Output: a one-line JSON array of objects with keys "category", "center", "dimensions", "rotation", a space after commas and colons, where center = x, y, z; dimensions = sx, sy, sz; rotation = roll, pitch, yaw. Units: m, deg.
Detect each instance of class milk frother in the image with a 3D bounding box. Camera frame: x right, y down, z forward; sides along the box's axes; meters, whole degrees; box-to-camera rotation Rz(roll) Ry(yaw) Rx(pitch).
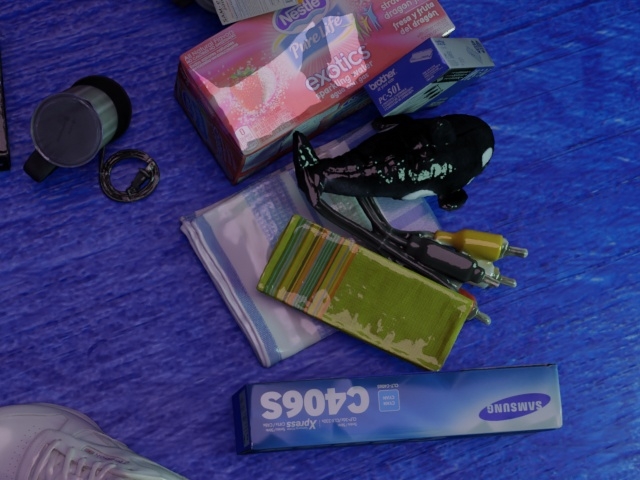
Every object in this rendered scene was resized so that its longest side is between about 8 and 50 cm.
[{"category": "milk frother", "center": [-0.253, -0.106, 1.579], "dimensions": [0.143, 0.135, 0.129], "rotation": [25, 107, -1]}]

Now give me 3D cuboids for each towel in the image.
[{"category": "towel", "center": [0.051, 0.064, 1.599], "dimensions": [0.237, 0.021, 0.102], "rotation": [26, 98, -2]}, {"category": "towel", "center": [0.000, 0.000, 1.653], "dimensions": [0.285, 0.034, 0.209], "rotation": [-29, 86, -13]}]

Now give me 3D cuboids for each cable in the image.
[{"category": "cable", "center": [0.096, 0.011, 1.641], "dimensions": [0.287, 0.072, 0.140], "rotation": [27, 96, 1]}]

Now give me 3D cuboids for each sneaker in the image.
[{"category": "sneaker", "center": [-0.245, 0.255, 1.504], "dimensions": [0.305, 0.152, 0.114], "rotation": [22, 79, -3]}]

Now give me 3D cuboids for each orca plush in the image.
[{"category": "orca plush", "center": [0.102, -0.120, 1.602], "dimensions": [0.287, 0.102, 0.151], "rotation": [1, 50, -28]}]

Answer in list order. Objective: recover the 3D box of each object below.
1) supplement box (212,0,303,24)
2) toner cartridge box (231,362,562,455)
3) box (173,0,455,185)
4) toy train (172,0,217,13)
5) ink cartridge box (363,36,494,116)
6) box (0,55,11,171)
[{"category": "supplement box", "center": [-0.068, -0.284, 1.553], "dimensions": [0.098, 0.036, 0.062], "rotation": [-13, 37, 14]}, {"category": "toner cartridge box", "center": [0.081, 0.193, 1.561], "dimensions": [0.347, 0.165, 0.075], "rotation": [-3, 81, -9]}, {"category": "box", "center": [-0.012, -0.211, 1.630], "dimensions": [0.300, 0.154, 0.142], "rotation": [-32, 86, -12]}, {"category": "toy train", "center": [-0.076, -0.404, 1.589], "dimensions": [0.334, 0.142, 0.190], "rotation": [-29, 121, 23]}, {"category": "ink cartridge box", "center": [0.130, -0.193, 1.612], "dimensions": [0.097, 0.207, 0.046], "rotation": [-34, 85, 21]}, {"category": "box", "center": [-0.439, -0.168, 1.591], "dimensions": [0.147, 0.077, 0.180], "rotation": [-5, 80, -10]}]
